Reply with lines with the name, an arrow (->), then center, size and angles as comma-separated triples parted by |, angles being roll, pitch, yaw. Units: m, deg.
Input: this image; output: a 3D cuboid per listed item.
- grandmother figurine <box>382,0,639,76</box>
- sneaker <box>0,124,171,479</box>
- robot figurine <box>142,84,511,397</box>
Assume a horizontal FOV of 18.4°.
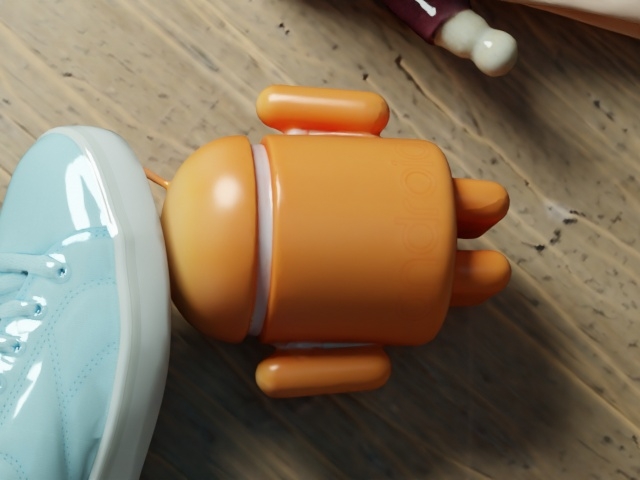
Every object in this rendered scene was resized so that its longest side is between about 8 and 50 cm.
grandmother figurine -> 0.103, -0.190, 1.248 | 0.342, 0.104, 0.208 | 11, 49, -4
sneaker -> -0.184, 0.100, 1.090 | 0.150, 0.135, 0.366 | 18, 72, -42
robot figurine -> 0.000, -0.002, 1.171 | 0.219, 0.128, 0.158 | 1, 118, -9
